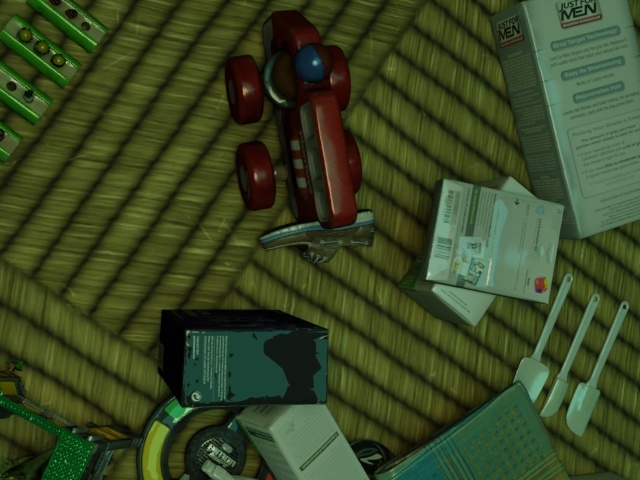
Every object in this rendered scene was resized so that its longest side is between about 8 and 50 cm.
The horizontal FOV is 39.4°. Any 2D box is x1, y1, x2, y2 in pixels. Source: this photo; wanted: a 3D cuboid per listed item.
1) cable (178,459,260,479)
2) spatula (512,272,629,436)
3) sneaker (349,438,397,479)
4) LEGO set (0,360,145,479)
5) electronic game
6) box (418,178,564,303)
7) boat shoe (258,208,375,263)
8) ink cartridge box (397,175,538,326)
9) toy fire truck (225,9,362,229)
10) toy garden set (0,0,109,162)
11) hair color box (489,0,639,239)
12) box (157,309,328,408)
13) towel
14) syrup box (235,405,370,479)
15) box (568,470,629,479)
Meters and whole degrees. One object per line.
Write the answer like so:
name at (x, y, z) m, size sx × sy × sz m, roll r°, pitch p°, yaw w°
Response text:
cable at (-0.125, 0.458, 1.235) m, size 0.257 × 0.089 × 0.257 m, roll 29°, pitch 81°, yaw -9°
spatula at (0.417, 0.186, 1.485) m, size 0.168 × 0.019 × 0.242 m, roll 26°, pitch 84°, yaw -14°
sneaker at (0.114, 0.366, 1.368) m, size 0.188 × 0.078 × 0.067 m, roll 36°, pitch 81°, yaw -14°
LEGO set at (-0.391, 0.338, 1.199) m, size 0.254 × 0.192 × 0.332 m, roll 14°, pitch 83°, yaw 13°
electronic game at (-0.153, 0.316, 1.305) m, size 0.229 × 0.048 × 0.230 m, roll 0°, pitch 91°, yaw -16°
box at (0.242, 0.002, 1.258) m, size 0.186 × 0.038 × 0.145 m, roll 11°, pitch 86°, yaw -11°
boat shoe at (0.000, 0.000, 1.334) m, size 0.183 × 0.066 × 0.066 m, roll -11°, pitch 96°, yaw -16°
ink cartridge box at (0.231, 0.014, 1.355) m, size 0.093 × 0.154 × 0.212 m, roll 39°, pitch 81°, yaw -11°
toy fire truck at (-0.019, -0.167, 1.227) m, size 0.169 × 0.254 × 0.302 m, roll -9°, pitch 94°, yaw -16°
toy garden set at (-0.426, -0.261, 1.175) m, size 0.203 × 0.049 × 0.244 m, roll 38°, pitch 68°, yaw -19°
hair color box at (0.418, -0.206, 1.429) m, size 0.185 × 0.113 × 0.375 m, roll -17°, pitch 96°, yaw -16°
box at (-0.112, 0.151, 1.202) m, size 0.184 × 0.261 × 0.103 m, roll 4°, pitch 90°, yaw -17°
towel at (0.269, 0.433, 1.352) m, size 0.271 × 0.040 × 0.370 m, roll -31°, pitch 101°, yaw -11°
syrup box at (-0.012, 0.323, 1.291) m, size 0.096 × 0.093 × 0.237 m, roll -39°, pitch 113°, yaw -28°
box at (0.457, 0.443, 1.465) m, size 0.101 × 0.087 × 0.101 m, roll -3°, pitch 93°, yaw -17°
